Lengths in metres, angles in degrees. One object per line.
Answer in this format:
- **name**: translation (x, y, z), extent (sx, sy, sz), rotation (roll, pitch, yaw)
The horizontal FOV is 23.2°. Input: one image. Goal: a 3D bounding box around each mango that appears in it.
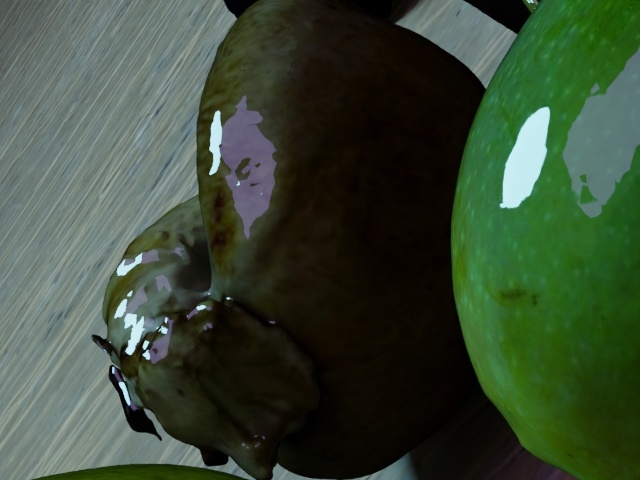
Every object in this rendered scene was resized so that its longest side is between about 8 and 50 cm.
- **mango**: translation (0.200, -0.059, 0.612), extent (0.225, 0.201, 0.382), rotation (47, 110, 26)

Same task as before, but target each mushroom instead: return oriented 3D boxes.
- **mushroom**: translation (0.006, 0.008, 0.873), extent (0.195, 0.263, 0.283), rotation (23, 59, 31)

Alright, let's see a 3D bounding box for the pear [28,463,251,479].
- **pear**: translation (-0.096, 0.274, 0.744), extent (0.352, 0.352, 0.413), rotation (-64, 20, 0)

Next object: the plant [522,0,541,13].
- **plant**: translation (0.149, -0.103, 0.839), extent (0.104, 0.122, 0.116), rotation (-54, 1, 34)

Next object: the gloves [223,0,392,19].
- **gloves**: translation (-0.017, -0.293, 1.257), extent (0.197, 0.152, 0.301), rotation (-25, 71, 43)

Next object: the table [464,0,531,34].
- **table**: translation (0.144, -0.234, 0.886), extent (0.169, 0.193, 0.172), rotation (-31, 42, 48)
